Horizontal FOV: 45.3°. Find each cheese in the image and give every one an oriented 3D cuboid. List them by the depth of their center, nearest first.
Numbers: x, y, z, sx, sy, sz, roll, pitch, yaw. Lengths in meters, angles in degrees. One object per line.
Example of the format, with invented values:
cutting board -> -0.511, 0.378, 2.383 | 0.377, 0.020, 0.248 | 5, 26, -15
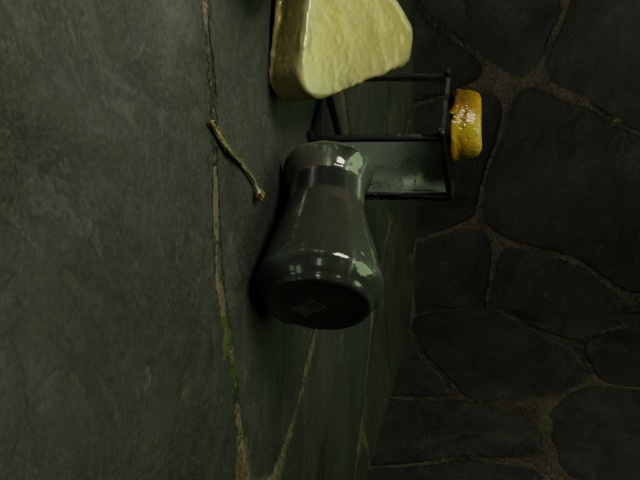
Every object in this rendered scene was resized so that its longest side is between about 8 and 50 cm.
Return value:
cheese -> 0.028, -0.498, 1.608 | 0.384, 0.104, 0.383 | -4, 95, -44

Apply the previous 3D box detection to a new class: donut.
donut -> 0.363, -0.285, 1.898 | 0.190, 0.075, 0.174 | -68, 154, -53

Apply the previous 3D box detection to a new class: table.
table -> 0.168, -0.266, 1.965 | 0.272, 0.335, 0.222 | 70, 26, -54

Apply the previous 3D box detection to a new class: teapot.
teapot -> 0.000, 0.000, 1.587 | 0.300, 0.253, 0.344 | 128, -26, -51

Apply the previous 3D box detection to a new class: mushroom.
mushroom -> -0.148, -0.143, 1.378 | 0.026, 0.028, 0.286 | -41, 152, -7
